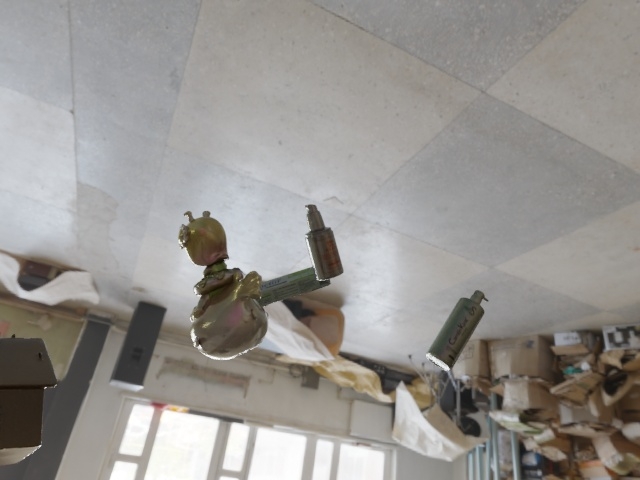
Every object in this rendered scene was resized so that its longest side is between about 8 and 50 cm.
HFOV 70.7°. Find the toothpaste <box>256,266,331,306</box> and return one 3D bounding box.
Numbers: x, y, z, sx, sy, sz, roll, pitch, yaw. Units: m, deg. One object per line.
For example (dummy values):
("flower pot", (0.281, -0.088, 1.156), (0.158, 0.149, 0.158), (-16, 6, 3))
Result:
("toothpaste", (-0.132, 0.177, 1.712), (0.336, 0.081, 0.067), (-17, 111, -7))

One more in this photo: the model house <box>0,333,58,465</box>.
("model house", (-0.441, 0.142, 0.542), (0.176, 0.248, 0.180), (-33, 146, 32))

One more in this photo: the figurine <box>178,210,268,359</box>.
("figurine", (-0.247, 0.099, 1.165), (0.274, 0.395, 0.226), (-25, 172, 39))

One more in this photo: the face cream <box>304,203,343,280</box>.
("face cream", (0.000, 0.000, 1.497), (0.101, 0.252, 0.101), (-15, -174, 2))

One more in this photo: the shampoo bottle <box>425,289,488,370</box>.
("shampoo bottle", (0.415, 0.256, 1.346), (0.085, 0.262, 0.085), (33, 161, 14))
